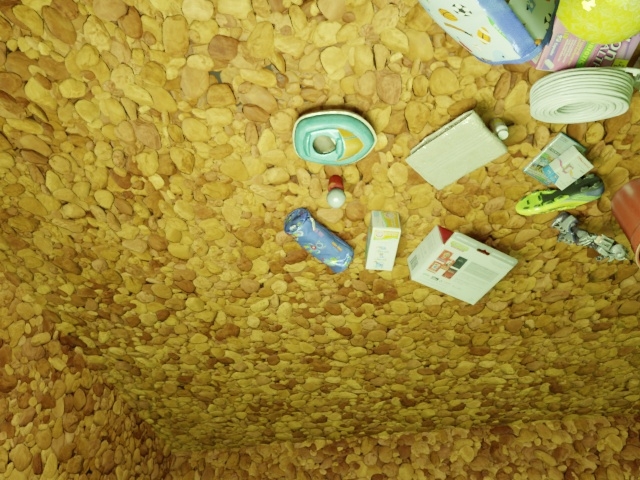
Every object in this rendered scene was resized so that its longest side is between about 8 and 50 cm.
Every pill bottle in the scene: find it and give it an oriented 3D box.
[{"bbox_3d":[0.562,-0.350,1.424,0.043,0.083,0.043,1,131,1],"label":"pill bottle"}]

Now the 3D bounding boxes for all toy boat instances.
[{"bbox_3d":[0.049,-0.264,1.467,0.268,0.148,0.318,-2,130,3],"label":"toy boat"}]

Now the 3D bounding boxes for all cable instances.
[{"bbox_3d":[0.729,-0.402,1.281,0.257,0.257,0.089,5,86,3],"label":"cable"}]

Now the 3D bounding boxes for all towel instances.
[{"bbox_3d":[0.432,-0.283,1.467,0.187,0.049,0.282,36,139,-23],"label":"towel"}]

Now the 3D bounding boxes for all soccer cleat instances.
[{"bbox_3d":[0.845,-0.136,1.597,0.289,0.093,0.121,-20,134,18],"label":"soccer cleat"}]

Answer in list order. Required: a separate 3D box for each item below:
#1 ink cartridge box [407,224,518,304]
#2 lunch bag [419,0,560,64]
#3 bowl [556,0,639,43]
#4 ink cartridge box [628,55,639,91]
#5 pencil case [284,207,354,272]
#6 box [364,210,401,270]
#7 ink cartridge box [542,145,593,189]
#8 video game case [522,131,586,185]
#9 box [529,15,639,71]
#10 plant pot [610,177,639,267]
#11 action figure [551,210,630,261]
[{"bbox_3d":[0.547,0.077,1.760,0.309,0.130,0.272,23,126,-18],"label":"ink cartridge box"},{"bbox_3d":[0.350,-0.591,1.026,0.328,0.385,0.239,35,123,-24],"label":"lunch bag"},{"bbox_3d":[0.693,-0.617,1.022,0.290,0.156,0.289,0,94,-2],"label":"bowl"},{"bbox_3d":[0.969,-0.478,1.302,0.143,0.090,0.092,10,130,-6],"label":"ink cartridge box"},{"bbox_3d":[0.000,0.000,1.711,0.133,0.119,0.306,-18,133,45],"label":"pencil case"},{"bbox_3d":[0.232,0.001,1.711,0.103,0.114,0.203,4,130,-1],"label":"box"},{"bbox_3d":[0.825,-0.242,1.511,0.088,0.052,0.122,31,123,-23],"label":"ink cartridge box"},{"bbox_3d":[0.789,-0.273,1.531,0.119,0.015,0.166,24,127,-19],"label":"video game case"},{"bbox_3d":[0.715,-0.568,1.213,0.243,0.117,0.213,5,130,-4],"label":"box"},{"bbox_3d":[1.147,-0.070,1.532,0.272,0.265,0.272,0,130,0],"label":"plant pot"},{"bbox_3d":[0.948,0.004,1.587,0.185,0.285,0.099,35,100,-27],"label":"action figure"}]
